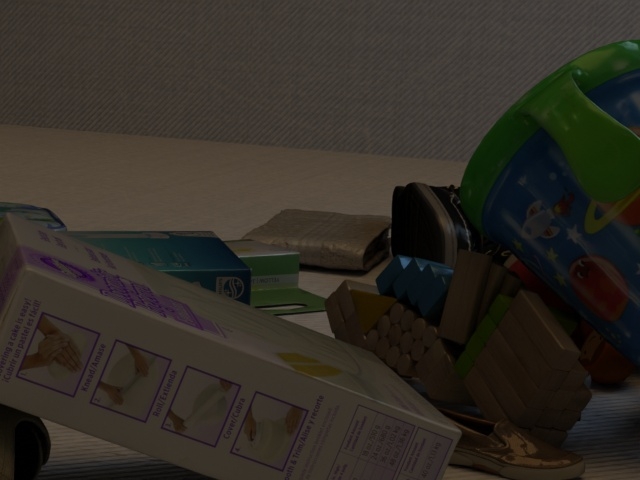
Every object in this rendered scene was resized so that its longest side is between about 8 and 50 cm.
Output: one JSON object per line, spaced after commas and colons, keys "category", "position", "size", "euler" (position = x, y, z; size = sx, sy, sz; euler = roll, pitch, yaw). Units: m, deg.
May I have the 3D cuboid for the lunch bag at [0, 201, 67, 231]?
{"category": "lunch bag", "position": [-0.408, 0.004, 1.998], "size": [0.176, 0.090, 0.219], "euler": [-1, 10, -18]}

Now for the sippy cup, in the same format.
{"category": "sippy cup", "position": [0.279, -0.018, 1.400], "size": [0.305, 0.240, 0.224], "euler": [-9, 53, -43]}

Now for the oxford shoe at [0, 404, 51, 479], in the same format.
{"category": "oxford shoe", "position": [-0.278, 0.144, 1.178], "size": [0.146, 0.140, 0.397], "euler": [33, 2, -6]}

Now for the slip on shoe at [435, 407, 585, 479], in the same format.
{"category": "slip on shoe", "position": [0.151, 0.166, 1.303], "size": [0.135, 0.041, 0.051], "euler": [8, 10, 28]}

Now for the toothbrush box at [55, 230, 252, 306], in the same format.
{"category": "toothbrush box", "position": [-0.232, 0.066, 1.552], "size": [0.295, 0.126, 0.216], "euler": [1, 10, -15]}

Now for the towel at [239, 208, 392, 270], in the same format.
{"category": "towel", "position": [0.000, 0.000, 2.285], "size": [0.187, 0.049, 0.282], "euler": [3, 10, 13]}

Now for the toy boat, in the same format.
{"category": "toy boat", "position": [0.290, 0.087, 1.638], "size": [0.231, 0.151, 0.151], "euler": [3, 38, 3]}

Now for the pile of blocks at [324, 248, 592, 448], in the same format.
{"category": "pile of blocks", "position": [0.145, 0.086, 1.475], "size": [0.112, 0.149, 0.362], "euler": [14, 4, -33]}

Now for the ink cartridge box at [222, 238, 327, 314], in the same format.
{"category": "ink cartridge box", "position": [-0.095, 0.043, 1.967], "size": [0.171, 0.056, 0.235], "euler": [-3, 9, -35]}

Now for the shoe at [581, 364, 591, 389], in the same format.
{"category": "shoe", "position": [0.184, 0.102, 1.586], "size": [0.178, 0.081, 0.063], "euler": [7, 10, 26]}

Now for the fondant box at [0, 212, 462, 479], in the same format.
{"category": "fondant box", "position": [-0.089, 0.096, 1.172], "size": [0.330, 0.096, 0.238], "euler": [21, 4, -17]}

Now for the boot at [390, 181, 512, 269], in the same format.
{"category": "boot", "position": [0.249, -0.007, 2.149], "size": [0.284, 0.138, 0.377], "euler": [2, 4, -5]}
